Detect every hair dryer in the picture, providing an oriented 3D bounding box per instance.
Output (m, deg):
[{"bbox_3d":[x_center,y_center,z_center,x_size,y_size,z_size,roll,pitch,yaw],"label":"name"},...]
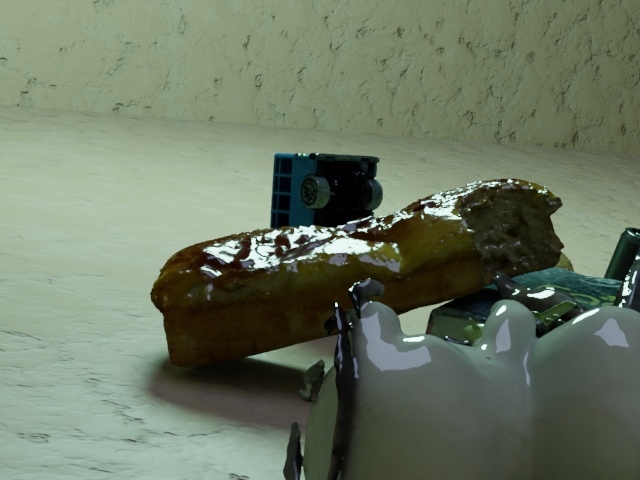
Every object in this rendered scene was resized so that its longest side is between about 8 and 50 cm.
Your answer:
[{"bbox_3d":[0.429,0.069,2.086,0.057,0.100,0.197,-1,28,-44],"label":"hair dryer"}]

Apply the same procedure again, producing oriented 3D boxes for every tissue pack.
[{"bbox_3d":[0.251,0.105,1.628,0.227,0.103,0.315,15,12,22],"label":"tissue pack"}]

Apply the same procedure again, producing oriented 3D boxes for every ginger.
[{"bbox_3d":[0.293,0.036,2.260,0.057,0.044,0.137,34,22,25],"label":"ginger"}]

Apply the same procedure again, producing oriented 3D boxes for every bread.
[{"bbox_3d":[0.037,0.023,1.558,0.380,0.109,0.185,-13,1,1],"label":"bread"}]

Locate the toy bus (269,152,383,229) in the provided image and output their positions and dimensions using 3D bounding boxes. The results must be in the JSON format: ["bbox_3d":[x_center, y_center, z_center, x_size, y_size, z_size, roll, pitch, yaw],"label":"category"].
[{"bbox_3d":[0.000,0.000,1.805,0.090,0.185,0.106,2,4,-37],"label":"toy bus"}]

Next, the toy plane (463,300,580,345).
[{"bbox_3d":[0.149,0.081,1.286,0.111,0.102,0.040,20,-29,40],"label":"toy plane"}]

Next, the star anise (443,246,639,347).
[{"bbox_3d":[0.212,0.126,1.358,0.359,0.139,0.316,7,32,15],"label":"star anise"}]

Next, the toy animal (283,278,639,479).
[{"bbox_3d":[0.142,0.136,1.105,0.310,0.183,0.247,9,28,-9],"label":"toy animal"}]
